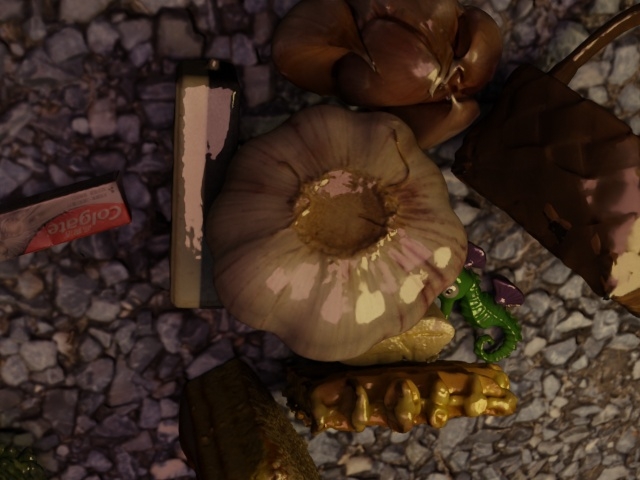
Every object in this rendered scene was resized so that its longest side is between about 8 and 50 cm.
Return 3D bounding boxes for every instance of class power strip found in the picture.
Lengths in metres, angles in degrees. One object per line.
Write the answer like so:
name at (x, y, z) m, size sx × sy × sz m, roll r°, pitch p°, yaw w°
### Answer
power strip at (-0.124, -0.063, 0.935) m, size 0.070 × 0.105 × 0.257 m, roll 2°, pitch 111°, yaw -12°

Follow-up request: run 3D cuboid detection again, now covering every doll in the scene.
doll at (0.190, 0.082, 1.104) m, size 0.115 × 0.050 × 0.190 m, roll -47°, pitch 117°, yaw 4°

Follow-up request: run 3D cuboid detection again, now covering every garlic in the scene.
garlic at (0.074, -0.197, 0.905) m, size 0.214 × 0.191 × 0.160 m, roll 34°, pitch 74°, yaw -13°
garlic at (0.000, 0.000, 0.894) m, size 0.245 × 0.253 × 0.245 m, roll 2°, pitch 79°, yaw -10°

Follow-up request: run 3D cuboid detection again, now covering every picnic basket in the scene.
picnic basket at (0.342, -0.102, 0.917) m, size 0.337 × 0.293 × 0.337 m, roll -30°, pitch 146°, yaw -23°

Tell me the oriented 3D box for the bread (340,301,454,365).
bread at (0.055, 0.075, 0.997) m, size 0.139 × 0.178 × 0.060 m, roll -3°, pitch 113°, yaw -10°

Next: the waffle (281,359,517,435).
waffle at (0.063, 0.164, 0.978) m, size 0.283 × 0.309 × 0.065 m, roll 1°, pitch 82°, yaw -53°

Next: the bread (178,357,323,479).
bread at (-0.069, 0.267, 1.017) m, size 0.110 × 0.234 × 0.184 m, roll -35°, pitch 117°, yaw -1°

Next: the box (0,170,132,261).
box at (-0.311, -0.015, 0.946) m, size 0.218 × 0.039 × 0.055 m, roll -16°, pitch 114°, yaw -6°

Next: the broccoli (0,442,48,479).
broccoli at (-0.462, 0.326, 0.965) m, size 0.281 × 0.348 × 0.293 m, roll -33°, pitch 77°, yaw 35°
